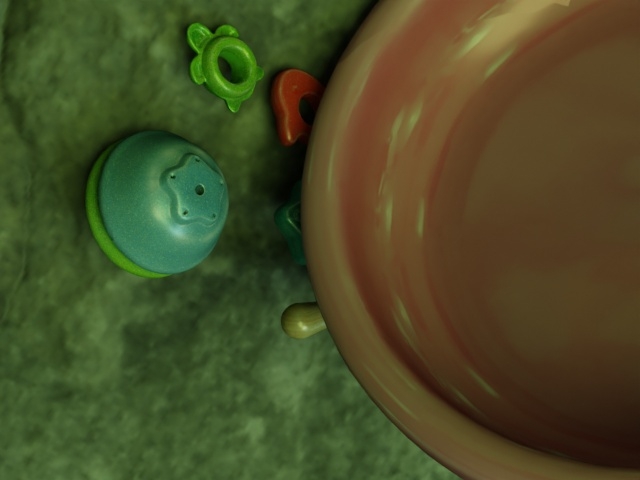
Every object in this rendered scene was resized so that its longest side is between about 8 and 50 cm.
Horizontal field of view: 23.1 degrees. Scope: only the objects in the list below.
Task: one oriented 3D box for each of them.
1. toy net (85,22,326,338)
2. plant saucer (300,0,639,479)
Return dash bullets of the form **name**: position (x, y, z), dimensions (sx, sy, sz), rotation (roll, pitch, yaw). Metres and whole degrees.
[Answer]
- **toy net**: position (0.000, 0.000, 0.766), dimensions (0.232, 0.045, 0.122), rotation (36, 60, -28)
- **plant saucer**: position (0.157, -0.026, 0.691), dimensions (0.332, 0.332, 0.084), rotation (-43, 145, -6)
